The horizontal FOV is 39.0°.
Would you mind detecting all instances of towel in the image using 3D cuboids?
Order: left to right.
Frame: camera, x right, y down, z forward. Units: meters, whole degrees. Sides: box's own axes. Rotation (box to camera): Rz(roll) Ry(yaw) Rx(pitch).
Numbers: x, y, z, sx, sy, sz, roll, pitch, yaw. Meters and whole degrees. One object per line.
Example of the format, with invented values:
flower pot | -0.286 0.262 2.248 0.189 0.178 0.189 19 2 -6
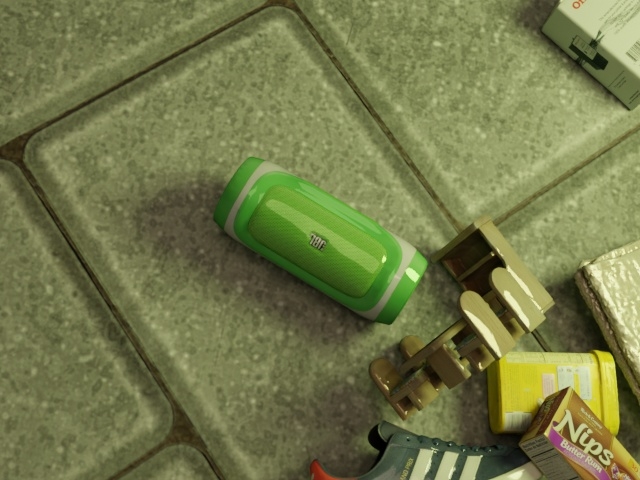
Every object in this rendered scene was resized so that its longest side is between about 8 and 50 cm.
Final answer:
towel | 0.500 0.135 1.331 0.187 0.049 0.282 -18 77 -27

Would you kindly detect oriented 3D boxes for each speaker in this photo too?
speaker | 0.000 0.000 1.293 0.296 0.131 0.131 31 72 3

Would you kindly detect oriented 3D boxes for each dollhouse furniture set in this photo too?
dollhouse furniture set | 0.187 0.093 1.246 0.242 0.212 0.161 -30 79 -43

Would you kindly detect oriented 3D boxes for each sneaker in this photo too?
sneaker | 0.149 0.301 1.221 0.350 0.131 0.148 -15 70 -15

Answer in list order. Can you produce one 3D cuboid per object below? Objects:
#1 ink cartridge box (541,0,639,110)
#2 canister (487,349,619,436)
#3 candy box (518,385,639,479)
ink cartridge box | 0.491 -0.342 1.475 0.208 0.087 0.153 44 74 6
canister | 0.330 0.219 1.295 0.169 0.073 0.126 2 73 -5
candy box | 0.356 0.300 1.196 0.187 0.053 0.109 51 44 -1
